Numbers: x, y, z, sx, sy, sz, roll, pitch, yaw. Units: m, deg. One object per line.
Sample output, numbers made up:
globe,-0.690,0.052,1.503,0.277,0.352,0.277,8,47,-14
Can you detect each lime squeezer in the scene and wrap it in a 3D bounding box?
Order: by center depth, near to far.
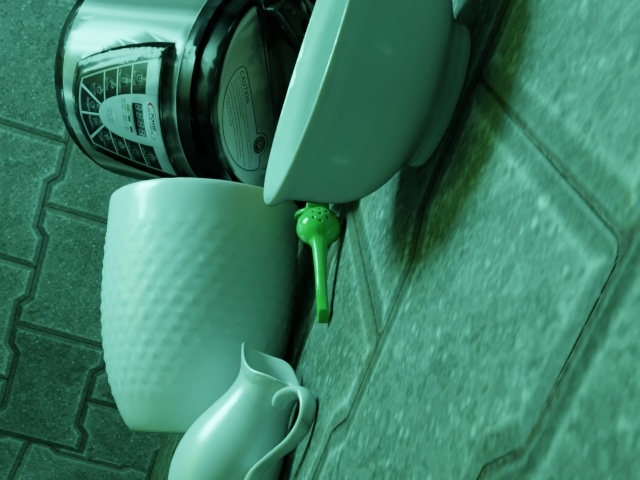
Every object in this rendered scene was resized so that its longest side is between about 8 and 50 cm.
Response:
lime squeezer,0.000,0.000,1.206,0.310,0.059,0.109,-108,3,-73

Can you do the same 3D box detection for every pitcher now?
pitcher,-0.086,0.243,1.059,0.207,0.126,0.178,-62,24,-2

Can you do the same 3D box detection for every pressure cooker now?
pressure cooker,-0.164,-0.256,1.470,0.370,0.421,0.375,36,-109,-59

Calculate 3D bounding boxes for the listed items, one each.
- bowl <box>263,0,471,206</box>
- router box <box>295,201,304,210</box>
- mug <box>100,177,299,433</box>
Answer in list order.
bowl,0.052,-0.154,0.859,0.298,0.134,0.297,-162,90,-81
router box,-0.070,-0.046,1.670,0.179,0.046,0.133,118,166,-49
mug,-0.191,0.117,1.337,0.374,0.276,0.327,151,124,-65
